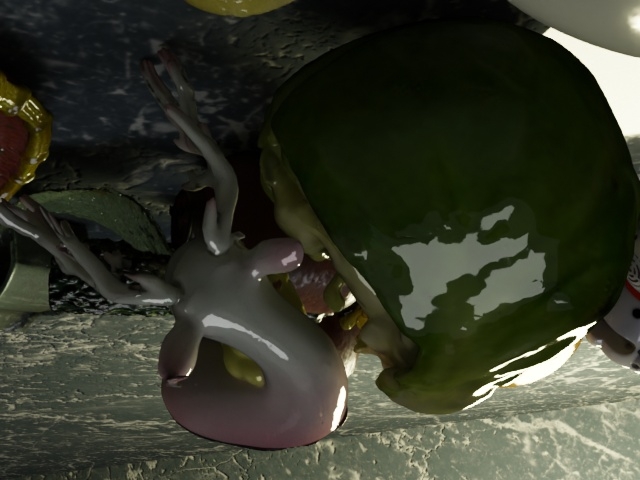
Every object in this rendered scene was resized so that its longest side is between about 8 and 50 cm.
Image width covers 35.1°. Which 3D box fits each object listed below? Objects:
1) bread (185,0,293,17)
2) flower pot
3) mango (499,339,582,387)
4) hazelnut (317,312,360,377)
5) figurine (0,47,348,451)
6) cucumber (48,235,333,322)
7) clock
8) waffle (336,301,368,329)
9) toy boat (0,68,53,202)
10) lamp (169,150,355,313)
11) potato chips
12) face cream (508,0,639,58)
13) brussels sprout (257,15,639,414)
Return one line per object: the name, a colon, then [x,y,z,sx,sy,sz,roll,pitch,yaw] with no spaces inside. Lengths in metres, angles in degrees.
bread: [0.003,-0.224,0.614,0.245,0.094,0.102,-18,147,33]
flower pot: [-0.390,0.051,1.287,0.108,0.103,0.229,10,156,-38]
mango: [0.289,0.139,1.571,0.144,0.187,0.359,-39,-172,-30]
hazelnut: [-0.062,0.134,1.494,0.234,0.218,0.218,-26,157,6]
figurine: [-0.122,0.036,0.882,0.206,0.284,0.315,-36,148,-19]
cucumber: [-0.133,0.054,1.194,0.359,0.096,0.096,5,159,-11]
clock: [0.475,0.052,1.418,0.189,0.189,0.254,-4,145,-1]
waffle: [0.135,0.025,1.243,0.228,0.051,0.231,-44,173,36]
toy boat: [-0.317,-0.089,0.922,0.141,0.099,0.318,0,158,-21]
lamp: [-0.036,-0.011,1.102,0.258,0.180,0.180,7,158,-27]
potato chips: [-0.253,-0.021,1.092,0.228,0.059,0.167,8,170,12]
face cream: [0.174,-0.234,0.399,0.312,0.219,0.357,-27,150,11]
brussels sprout: [0.122,-0.022,0.877,0.315,0.276,0.371,-17,133,-3]
